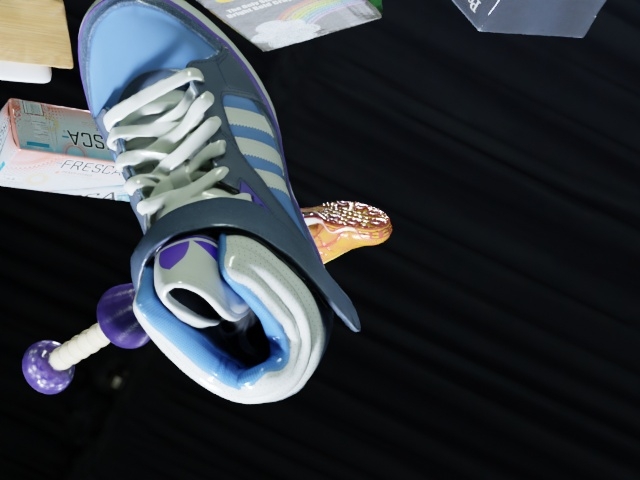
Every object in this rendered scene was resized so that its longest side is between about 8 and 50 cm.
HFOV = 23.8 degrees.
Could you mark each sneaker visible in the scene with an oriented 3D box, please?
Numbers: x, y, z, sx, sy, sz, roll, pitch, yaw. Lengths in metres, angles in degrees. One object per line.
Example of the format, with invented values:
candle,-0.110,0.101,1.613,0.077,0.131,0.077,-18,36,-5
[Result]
sneaker,0.000,0.000,1.517,0.175,0.067,0.064,-4,19,37
sneaker,-0.090,-0.034,1.095,0.130,0.323,0.236,-26,8,9

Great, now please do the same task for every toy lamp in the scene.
toy lamp,-0.270,0.114,1.822,0.274,0.080,0.080,-29,32,47

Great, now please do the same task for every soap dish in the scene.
soap dish,-0.476,-0.298,1.895,0.229,0.291,0.118,43,122,47

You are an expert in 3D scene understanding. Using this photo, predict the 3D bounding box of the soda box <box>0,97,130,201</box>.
soda box,-0.217,-0.080,1.413,0.063,0.183,0.058,-42,53,41

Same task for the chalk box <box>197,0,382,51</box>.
chalk box,-0.045,-0.277,1.367,0.213,0.132,0.132,30,-130,-65

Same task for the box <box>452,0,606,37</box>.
box,0.202,-0.405,1.507,0.296,0.183,0.294,54,129,30
